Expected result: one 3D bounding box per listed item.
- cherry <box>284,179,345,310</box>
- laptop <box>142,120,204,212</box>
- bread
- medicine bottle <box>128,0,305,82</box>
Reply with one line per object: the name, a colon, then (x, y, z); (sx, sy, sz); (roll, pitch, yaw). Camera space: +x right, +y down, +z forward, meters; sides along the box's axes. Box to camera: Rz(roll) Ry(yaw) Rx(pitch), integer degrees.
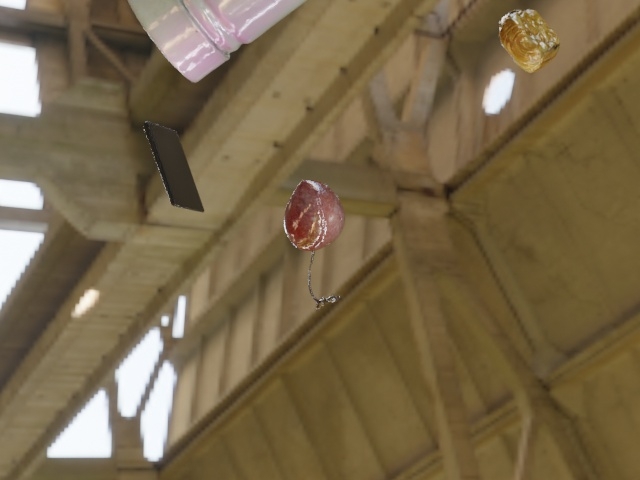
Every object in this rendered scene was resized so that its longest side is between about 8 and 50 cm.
cherry: (0.000, 0.000, 2.068); (0.090, 0.107, 0.225); (11, -53, 36)
laptop: (-0.308, -0.152, 2.632); (0.016, 0.135, 0.197); (-25, -105, 19)
bread: (0.267, -0.260, 1.613); (0.044, 0.111, 0.083); (-37, -92, 30)
medicine bottle: (-0.152, -0.452, 2.188); (0.325, 0.212, 0.212); (-37, -136, 9)
